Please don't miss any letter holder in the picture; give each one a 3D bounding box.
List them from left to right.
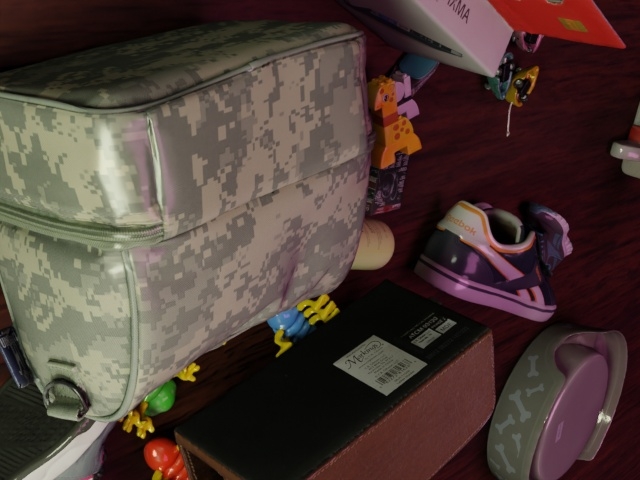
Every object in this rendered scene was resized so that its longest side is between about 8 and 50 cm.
[{"bbox_3d":[0.031,0.221,1.100,0.302,0.152,0.214,-33,129,-32],"label":"letter holder"}]

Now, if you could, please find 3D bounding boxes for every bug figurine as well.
[{"bbox_3d":[-0.108,0.132,1.085,0.279,0.072,0.216,-49,137,-18],"label":"bug figurine"}]

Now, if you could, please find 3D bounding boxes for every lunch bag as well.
[{"bbox_3d":[-0.107,-0.024,0.842,0.305,0.213,0.256,-27,118,-45],"label":"lunch bag"}]

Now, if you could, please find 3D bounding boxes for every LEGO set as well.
[{"bbox_3d":[0.033,-0.120,1.087,0.227,0.087,0.093,-30,130,-29],"label":"LEGO set"}]

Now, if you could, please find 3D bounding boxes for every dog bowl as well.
[{"bbox_3d":[0.417,0.302,1.892,0.349,0.102,0.348,-31,132,-42],"label":"dog bowl"}]

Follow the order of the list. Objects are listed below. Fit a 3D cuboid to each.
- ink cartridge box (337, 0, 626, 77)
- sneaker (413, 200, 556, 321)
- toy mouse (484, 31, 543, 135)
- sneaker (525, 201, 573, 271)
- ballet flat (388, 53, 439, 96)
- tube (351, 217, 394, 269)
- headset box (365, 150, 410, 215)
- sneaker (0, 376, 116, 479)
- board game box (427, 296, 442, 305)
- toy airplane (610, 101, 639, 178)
[{"bbox_3d":[0.119,-0.235,1.009,0.296,0.261,0.066,24,89,-56],"label":"ink cartridge box"},{"bbox_3d":[0.259,0.029,1.485,0.321,0.126,0.127,16,101,-55],"label":"sneaker"},{"bbox_3d":[0.250,-0.241,1.396,0.161,0.031,0.143,-60,146,-10],"label":"toy mouse"},{"bbox_3d":[0.344,0.004,1.650,0.076,0.065,0.166,-54,143,-12],"label":"sneaker"},{"bbox_3d":[0.095,-0.180,1.219,0.114,0.041,0.041,-48,142,-25],"label":"ballet flat"},{"bbox_3d":[0.000,0.000,1.152,0.240,0.070,0.062,5,93,-57],"label":"tube"},{"bbox_3d":[0.071,-0.068,1.248,0.062,0.032,0.083,-15,122,-49],"label":"headset box"},{"bbox_3d":[-0.224,0.229,0.930,0.295,0.124,0.178,-53,140,-7],"label":"sneaker"},{"bbox_3d":[0.045,0.182,1.252,0.260,0.030,0.136,-26,120,-14],"label":"board game box"},{"bbox_3d":[0.686,-0.135,1.764,0.272,0.384,0.386,-59,-164,29],"label":"toy airplane"}]
